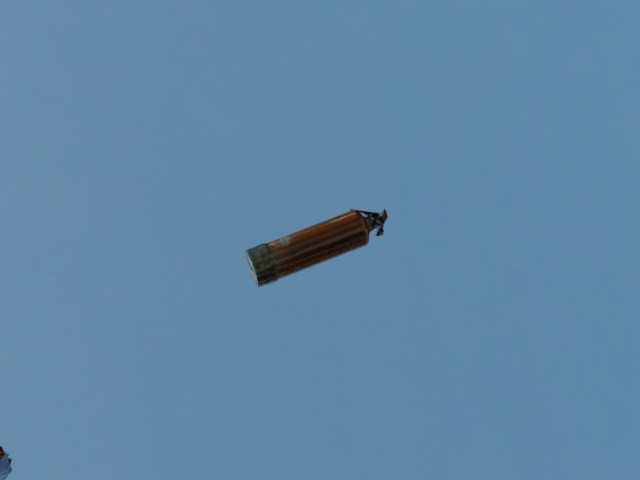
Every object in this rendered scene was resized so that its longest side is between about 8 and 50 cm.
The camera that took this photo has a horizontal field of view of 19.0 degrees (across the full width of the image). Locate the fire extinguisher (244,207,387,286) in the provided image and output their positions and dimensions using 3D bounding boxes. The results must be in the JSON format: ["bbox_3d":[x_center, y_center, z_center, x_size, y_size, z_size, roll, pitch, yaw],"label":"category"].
[{"bbox_3d":[0.000,0.000,1.037,0.083,0.028,0.022,-22,-74,-8],"label":"fire extinguisher"}]

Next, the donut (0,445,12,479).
[{"bbox_3d":[-0.143,0.027,0.475,0.140,0.140,0.059,47,-107,-18],"label":"donut"}]
